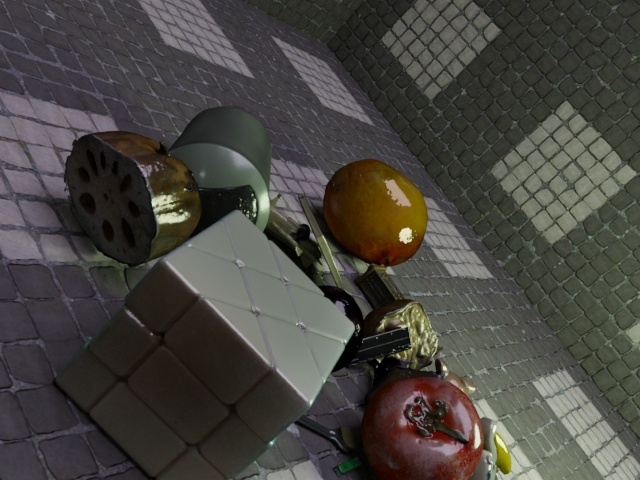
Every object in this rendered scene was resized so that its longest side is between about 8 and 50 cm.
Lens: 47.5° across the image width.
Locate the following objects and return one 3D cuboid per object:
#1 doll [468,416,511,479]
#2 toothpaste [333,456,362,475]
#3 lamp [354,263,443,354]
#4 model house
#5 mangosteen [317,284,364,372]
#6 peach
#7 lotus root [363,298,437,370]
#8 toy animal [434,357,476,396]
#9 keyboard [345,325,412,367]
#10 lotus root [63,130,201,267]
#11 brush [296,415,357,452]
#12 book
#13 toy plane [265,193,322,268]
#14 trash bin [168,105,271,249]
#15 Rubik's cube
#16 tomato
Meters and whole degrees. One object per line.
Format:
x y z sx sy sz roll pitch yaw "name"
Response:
0.368 0.549 1.761 0.237 0.111 0.252 26 71 -25 "doll"
0.058 0.479 1.543 0.083 0.017 0.020 4 49 -58 "toothpaste"
0.232 0.221 2.184 0.090 0.089 0.325 6 46 -57 "lamp"
0.219 0.370 1.819 0.203 0.141 0.164 13 -9 6 "model house"
-0.020 0.194 1.689 0.250 0.211 0.211 22 9 32 "mangosteen"
0.186 -0.087 2.357 0.372 0.290 0.373 38 26 -22 "peach"
0.190 0.260 1.988 0.180 0.199 0.188 7 -61 62 "lotus root"
0.335 0.456 1.911 0.165 0.149 0.248 48 28 -41 "toy animal"
0.148 0.274 1.870 0.198 0.010 0.064 -12 96 -23 "keyboard"
-0.356 -0.100 1.443 0.192 0.272 0.272 -28 73 -41 "lotus root"
-0.023 0.385 1.547 0.266 0.027 0.062 33 25 -27 "brush"
0.000 0.000 2.076 0.269 0.025 0.191 -114 -178 -58 "book"
-0.089 -0.025 2.044 0.256 0.104 0.242 50 7 -7 "toy plane"
-0.251 -0.147 1.740 0.280 0.280 0.432 39 20 -17 "trash bin"
-0.180 0.188 1.236 0.319 0.316 0.322 45 21 -1 "Rubik's cube"
0.221 0.441 1.610 0.270 0.227 0.270 5 49 -6 "tomato"
